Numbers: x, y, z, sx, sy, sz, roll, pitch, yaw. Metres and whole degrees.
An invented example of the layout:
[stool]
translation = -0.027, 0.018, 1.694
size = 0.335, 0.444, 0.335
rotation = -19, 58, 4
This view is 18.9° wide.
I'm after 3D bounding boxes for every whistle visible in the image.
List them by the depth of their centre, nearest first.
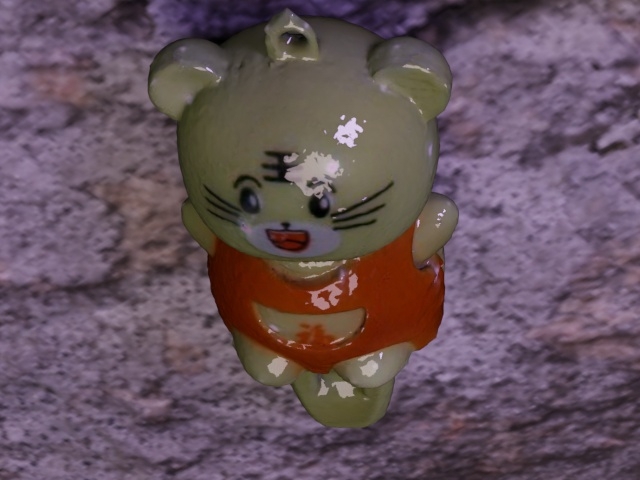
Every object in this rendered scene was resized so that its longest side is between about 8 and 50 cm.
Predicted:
[whistle]
translation = 0.000, 0.000, 0.897
size = 0.131, 0.106, 0.288
rotation = 0, 138, 7
